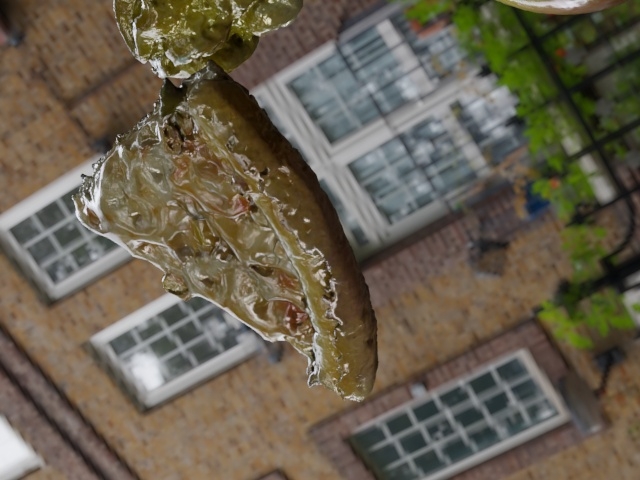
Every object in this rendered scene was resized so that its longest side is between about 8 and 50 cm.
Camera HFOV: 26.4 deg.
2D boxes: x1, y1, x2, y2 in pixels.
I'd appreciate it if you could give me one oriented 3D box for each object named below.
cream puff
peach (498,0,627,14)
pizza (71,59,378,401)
[{"bbox_3d":[-0.190,-0.368,1.937,0.291,0.257,0.324,45,-179,-6],"label":"cream puff"},{"bbox_3d":[0.247,-0.415,1.364,0.370,0.370,0.370,49,-157,-29],"label":"peach"},{"bbox_3d":[-0.100,-0.026,1.514,0.434,0.392,0.080,29,-126,11],"label":"pizza"}]
